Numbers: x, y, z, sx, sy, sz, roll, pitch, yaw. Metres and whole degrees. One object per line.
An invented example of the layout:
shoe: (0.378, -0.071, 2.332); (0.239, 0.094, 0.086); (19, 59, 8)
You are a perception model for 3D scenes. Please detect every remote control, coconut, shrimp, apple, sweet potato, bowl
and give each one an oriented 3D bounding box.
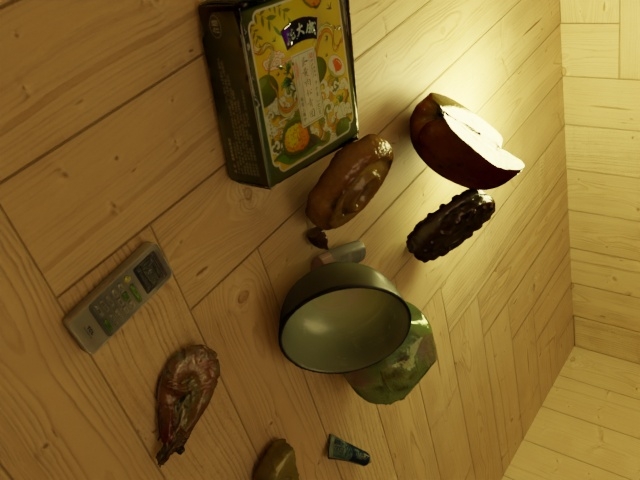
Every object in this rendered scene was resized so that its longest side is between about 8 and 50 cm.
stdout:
remote control: (-0.410, 0.114, 1.433); (0.250, 0.034, 0.103); (-49, 136, -33)
coconut: (0.195, 0.326, 2.106); (0.328, 0.281, 0.328); (-11, 131, -14)
shrimp: (-0.324, 0.381, 1.618); (0.154, 0.062, 0.294); (24, 79, -41)
apple: (0.452, -0.315, 2.190); (0.365, 0.329, 0.295); (20, 82, -33)
sweet potato: (0.000, 0.000, 1.931); (0.049, 0.049, 0.117); (-64, 149, -16)
bowl: (0.051, 0.181, 1.883); (0.185, 0.354, 0.354); (-104, 170, -47)

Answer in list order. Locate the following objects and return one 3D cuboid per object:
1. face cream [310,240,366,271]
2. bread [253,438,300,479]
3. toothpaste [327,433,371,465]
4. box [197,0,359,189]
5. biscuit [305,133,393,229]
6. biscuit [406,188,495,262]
face cream: (0.051, 0.056, 2.007); (0.198, 0.057, 0.084); (-21, 124, -47)
bread: (-0.122, 0.643, 1.944); (0.125, 0.086, 0.156); (-23, 116, -40)
toothpaste: (0.095, 0.695, 2.283); (0.069, 0.047, 0.268); (-57, 138, -4)
box: (-0.076, -0.378, 1.629); (0.373, 0.138, 0.420); (-35, 127, -42)
biscuit: (0.085, -0.147, 1.847); (0.296, 0.102, 0.296); (-43, 164, -16)
biscuit: (0.429, -0.049, 2.301); (0.332, 0.103, 0.332); (-30, 161, -12)
